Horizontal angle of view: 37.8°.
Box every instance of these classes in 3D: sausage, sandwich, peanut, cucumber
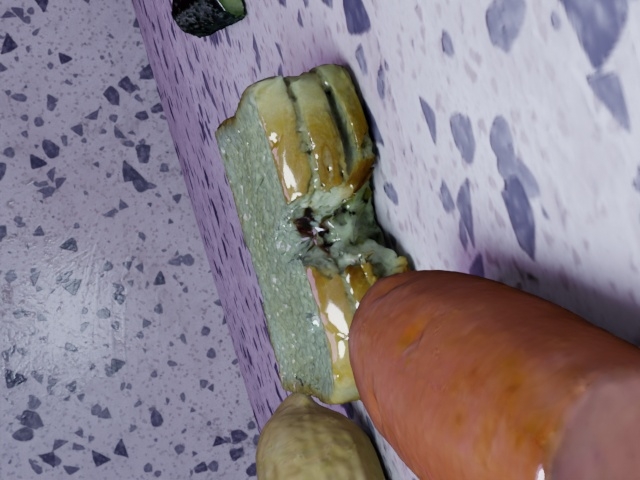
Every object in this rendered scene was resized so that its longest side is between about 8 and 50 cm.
[{"bbox_3d":[0.084,0.077,0.453,0.259,0.114,0.113,-150,44,-72],"label":"sausage"},{"bbox_3d":[-0.002,0.000,0.797,0.249,0.095,0.273,160,94,-75],"label":"sandwich"},{"bbox_3d":[0.017,0.313,1.024,0.174,0.158,0.339,34,-146,-57],"label":"peanut"},{"bbox_3d":[-0.142,-0.290,1.133,0.211,0.062,0.077,-150,45,-74],"label":"cucumber"}]
